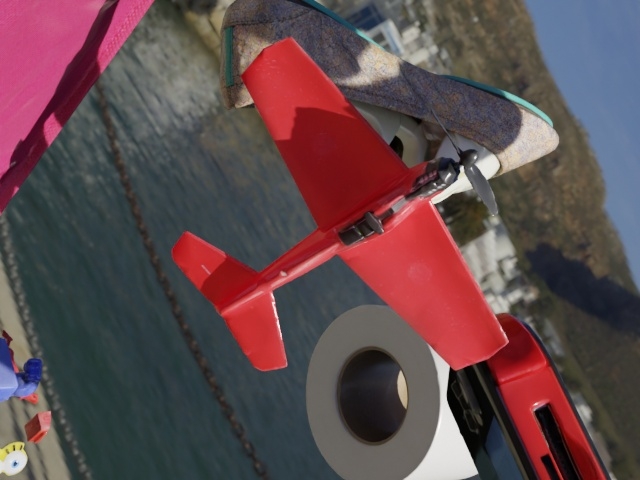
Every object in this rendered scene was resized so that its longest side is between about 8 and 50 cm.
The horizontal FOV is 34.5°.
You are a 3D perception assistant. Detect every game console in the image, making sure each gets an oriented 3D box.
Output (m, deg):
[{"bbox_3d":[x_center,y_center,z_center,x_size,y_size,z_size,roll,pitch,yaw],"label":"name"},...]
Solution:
[{"bbox_3d":[0.195,0.266,0.844,0.342,0.060,0.386,87,-18,-69],"label":"game console"}]

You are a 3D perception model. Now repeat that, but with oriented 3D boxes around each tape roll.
[{"bbox_3d":[0.122,0.212,1.414,0.169,0.246,0.246,6,47,-45],"label":"tape roll"}]

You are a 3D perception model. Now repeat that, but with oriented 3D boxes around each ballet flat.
[{"bbox_3d":[0.054,-0.086,0.794,0.316,0.107,0.106,18,73,-29],"label":"ballet flat"}]

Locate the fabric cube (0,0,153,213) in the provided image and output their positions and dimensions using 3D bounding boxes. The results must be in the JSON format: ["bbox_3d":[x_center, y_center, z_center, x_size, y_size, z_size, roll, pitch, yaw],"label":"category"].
[{"bbox_3d":[-0.253,-0.085,0.369,0.258,0.259,0.254,40,17,-3],"label":"fabric cube"}]

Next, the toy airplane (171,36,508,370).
[{"bbox_3d":[0.000,0.000,0.402,0.151,0.151,0.028,59,34,-12],"label":"toy airplane"}]

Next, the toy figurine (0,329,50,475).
[{"bbox_3d":[-0.428,0.133,1.075,0.363,0.217,0.191,5,57,-39],"label":"toy figurine"}]
